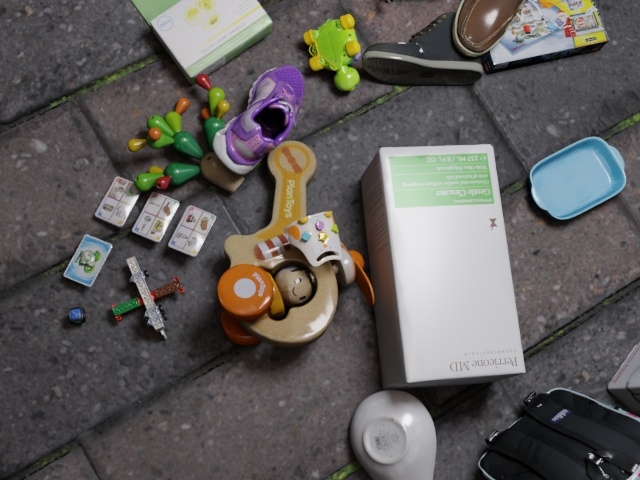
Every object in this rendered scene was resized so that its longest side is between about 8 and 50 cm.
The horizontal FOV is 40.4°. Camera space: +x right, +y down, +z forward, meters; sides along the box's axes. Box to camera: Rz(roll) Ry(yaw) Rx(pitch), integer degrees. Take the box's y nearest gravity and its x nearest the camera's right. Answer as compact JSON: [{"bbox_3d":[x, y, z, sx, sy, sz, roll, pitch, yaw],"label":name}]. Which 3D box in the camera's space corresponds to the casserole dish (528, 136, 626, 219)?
[{"bbox_3d":[0.445,-0.106,1.521,0.188,0.037,0.114,-27,82,-14],"label":"casserole dish"}]

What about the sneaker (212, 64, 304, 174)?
[{"bbox_3d":[-0.074,-0.206,1.395,0.095,0.104,0.236,44,49,-17],"label":"sneaker"}]

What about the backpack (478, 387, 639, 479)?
[{"bbox_3d":[0.392,0.354,1.290,0.225,0.253,0.191,-38,105,-17],"label":"backpack"}]

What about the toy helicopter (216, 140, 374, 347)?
[{"bbox_3d":[-0.034,-0.002,1.375,0.235,0.140,0.355,3,63,-2],"label":"toy helicopter"}]

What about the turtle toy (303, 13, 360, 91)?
[{"bbox_3d":[0.031,-0.319,1.488,0.095,0.066,0.130,-17,77,22],"label":"turtle toy"}]

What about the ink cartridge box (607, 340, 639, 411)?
[{"bbox_3d":[0.549,0.216,1.400,0.063,0.150,0.109,42,74,-2],"label":"ink cartridge box"}]

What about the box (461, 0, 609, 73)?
[{"bbox_3d":[0.389,-0.404,1.580,0.233,0.044,0.159,-13,78,-12],"label":"box"}]

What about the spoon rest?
[{"bbox_3d":[0.125,0.367,1.329,0.137,0.084,0.276,-17,74,17],"label":"spoon rest"}]

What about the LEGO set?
[{"bbox_3d":[-0.294,0.040,1.373,0.182,0.060,0.244,21,71,7],"label":"LEGO set"}]

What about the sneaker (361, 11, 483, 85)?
[{"bbox_3d":[0.172,-0.340,1.519,0.222,0.083,0.118,2,71,-19],"label":"sneaker"}]

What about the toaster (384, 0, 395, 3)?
[{"bbox_3d":[0.176,-0.526,1.534,0.146,0.129,0.227,-2,75,-12],"label":"toaster"}]

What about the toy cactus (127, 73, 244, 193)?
[{"bbox_3d":[-0.198,-0.150,1.404,0.180,0.112,0.219,38,63,-9],"label":"toy cactus"}]

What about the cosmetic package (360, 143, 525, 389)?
[{"bbox_3d":[0.187,0.045,1.382,0.197,0.155,0.366,-4,76,-11],"label":"cosmetic package"}]

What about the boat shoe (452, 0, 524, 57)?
[{"bbox_3d":[0.312,-0.431,1.492,0.095,0.095,0.257,33,70,-4],"label":"boat shoe"}]

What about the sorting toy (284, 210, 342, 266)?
[{"bbox_3d":[0.000,0.000,1.307,0.083,0.045,0.075,-16,79,-25],"label":"sorting toy"}]

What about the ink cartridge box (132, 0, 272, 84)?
[{"bbox_3d":[-0.216,-0.405,1.468,0.171,0.056,0.235,-36,86,-7],"label":"ink cartridge box"}]
